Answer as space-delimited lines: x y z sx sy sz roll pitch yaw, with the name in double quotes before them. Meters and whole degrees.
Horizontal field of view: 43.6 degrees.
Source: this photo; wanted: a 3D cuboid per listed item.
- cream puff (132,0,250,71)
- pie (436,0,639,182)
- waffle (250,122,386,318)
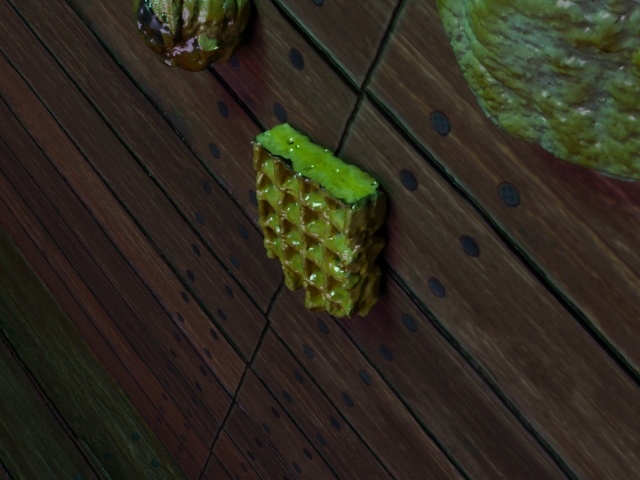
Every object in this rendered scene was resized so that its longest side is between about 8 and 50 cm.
"cream puff" -0.137 -0.235 0.802 0.119 0.104 0.133 -1 117 64
"pie" 0.172 -0.133 0.430 0.274 0.105 0.257 14 139 51
"waffle" 0.000 0.000 0.859 0.160 0.055 0.211 35 143 36
